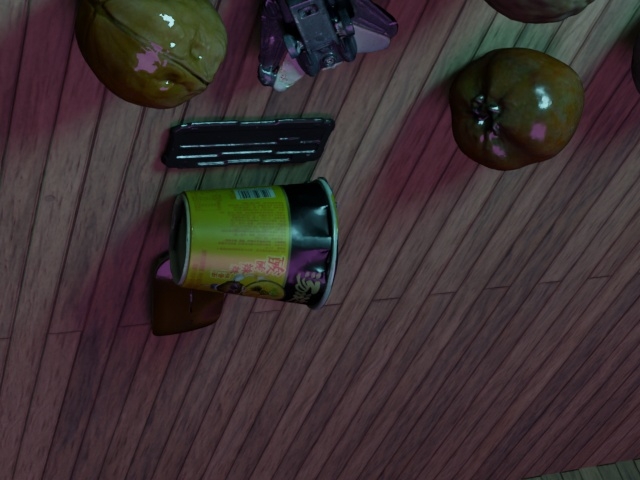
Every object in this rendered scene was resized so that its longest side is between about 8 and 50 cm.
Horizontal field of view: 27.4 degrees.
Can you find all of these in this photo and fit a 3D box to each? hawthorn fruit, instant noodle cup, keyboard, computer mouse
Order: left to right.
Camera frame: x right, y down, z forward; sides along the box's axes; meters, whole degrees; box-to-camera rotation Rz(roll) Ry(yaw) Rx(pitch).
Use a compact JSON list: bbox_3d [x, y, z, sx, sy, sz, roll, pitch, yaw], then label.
[{"bbox_3d":[-0.231,0.098,2.257,0.126,0.056,0.245,-10,146,-17],"label":"computer mouse"},{"bbox_3d":[-0.108,-0.148,1.985,0.262,0.016,0.106,-4,145,-24],"label":"keyboard"},{"bbox_3d":[-0.108,0.000,2.054,0.236,0.215,0.215,3,142,-18],"label":"instant noodle cup"},{"bbox_3d":[0.317,-0.202,2.008,0.251,0.199,0.199,-8,150,-48],"label":"hawthorn fruit"}]

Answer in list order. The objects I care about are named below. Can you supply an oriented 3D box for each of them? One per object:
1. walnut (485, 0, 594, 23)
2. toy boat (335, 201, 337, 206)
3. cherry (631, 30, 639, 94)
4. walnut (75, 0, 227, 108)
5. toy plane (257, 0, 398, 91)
[{"bbox_3d":[0.271,-0.393,1.616,0.248,0.248,0.248,-15,148,-9],"label":"walnut"},{"bbox_3d":[0.000,0.000,2.232,0.046,0.080,0.229,16,147,7],"label":"toy boat"},{"bbox_3d":[0.583,-0.288,2.006,0.266,0.183,0.213,-8,163,-43],"label":"cherry"},{"bbox_3d":[-0.209,-0.250,1.638,0.167,0.167,0.207,-33,148,19],"label":"walnut"},{"bbox_3d":[-0.024,-0.323,1.683,0.204,0.103,0.316,-22,149,4],"label":"toy plane"}]
